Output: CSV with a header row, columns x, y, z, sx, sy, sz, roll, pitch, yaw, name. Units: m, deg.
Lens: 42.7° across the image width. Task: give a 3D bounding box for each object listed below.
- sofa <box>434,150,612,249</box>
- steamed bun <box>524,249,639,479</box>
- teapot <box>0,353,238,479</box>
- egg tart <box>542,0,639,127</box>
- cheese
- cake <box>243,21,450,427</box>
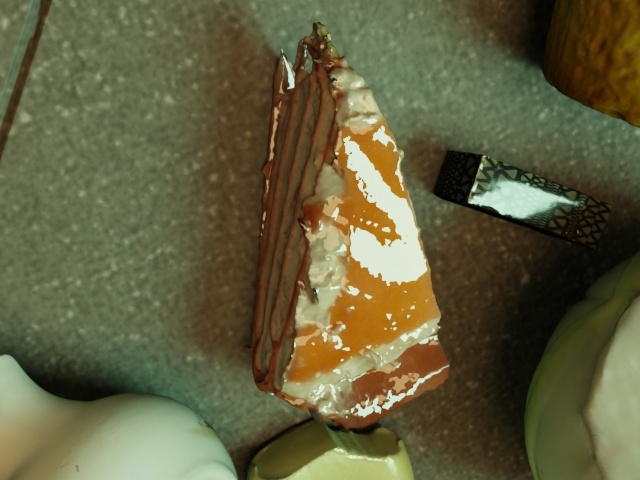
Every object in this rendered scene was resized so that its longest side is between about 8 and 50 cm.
x,y,z,sx,sy,sz,roll,pitch,yaw,name
0.150,-0.031,0.610,0.118,0.060,0.039,18,92,-19,sofa
0.307,0.143,0.610,0.309,0.309,0.309,-4,106,-15,steamed bun
-0.137,0.212,0.534,0.139,0.204,0.298,4,112,22,teapot
0.254,-0.158,0.540,0.215,0.215,0.171,11,113,-19,egg tart
0.038,0.254,0.661,0.127,0.050,0.255,-28,112,-9,cheese
0.002,0.002,0.554,0.135,0.098,0.287,-16,109,-12,cake
